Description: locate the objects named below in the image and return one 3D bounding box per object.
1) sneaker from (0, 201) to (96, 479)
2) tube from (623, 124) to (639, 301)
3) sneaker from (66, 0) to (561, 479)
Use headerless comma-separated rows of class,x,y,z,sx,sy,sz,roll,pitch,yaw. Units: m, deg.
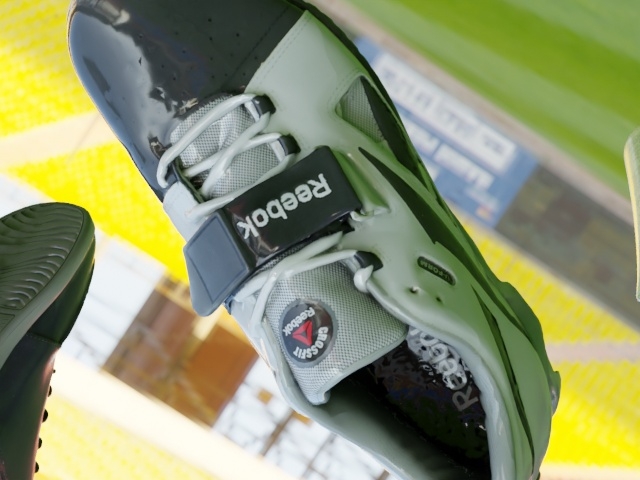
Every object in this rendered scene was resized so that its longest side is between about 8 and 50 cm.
sneaker,-0.190,0.086,1.047,0.083,0.222,0.118,10,142,26
tube,0.271,-0.022,1.346,0.062,0.070,0.240,23,-157,-7
sneaker,0.000,0.000,0.840,0.330,0.122,0.146,47,-161,-9
